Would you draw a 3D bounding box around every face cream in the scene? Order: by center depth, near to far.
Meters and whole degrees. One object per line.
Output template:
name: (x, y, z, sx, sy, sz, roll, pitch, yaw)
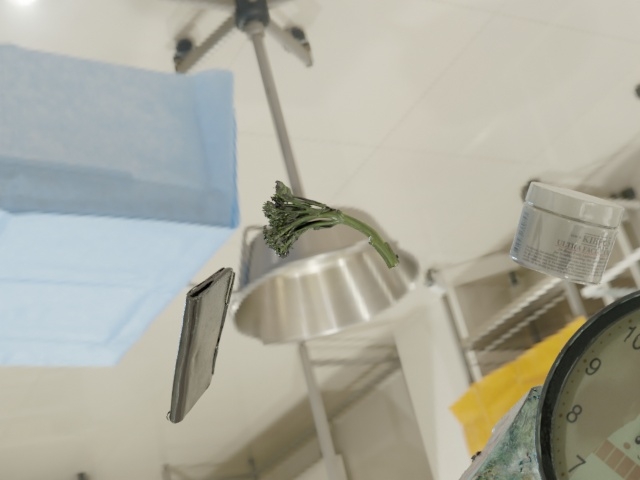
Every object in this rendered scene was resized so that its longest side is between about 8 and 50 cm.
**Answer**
face cream: (0.450, -0.013, 1.794, 0.177, 0.177, 0.153, 6, 102, -35)

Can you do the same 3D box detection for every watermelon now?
watermelon: (0.351, 0.376, 1.606, 0.322, 0.175, 0.188, -47, 170, -31)

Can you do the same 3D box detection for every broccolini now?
broccolini: (0.008, 0.002, 1.671, 0.062, 0.271, 0.123, -3, 117, -64)

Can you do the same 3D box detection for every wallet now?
wallet: (-0.247, 0.208, 2.002, 0.045, 0.172, 0.318, 22, 121, 14)

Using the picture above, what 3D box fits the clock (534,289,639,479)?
clock: (0.449, 0.235, 1.257, 0.386, 0.386, 0.076, -32, 133, 31)
